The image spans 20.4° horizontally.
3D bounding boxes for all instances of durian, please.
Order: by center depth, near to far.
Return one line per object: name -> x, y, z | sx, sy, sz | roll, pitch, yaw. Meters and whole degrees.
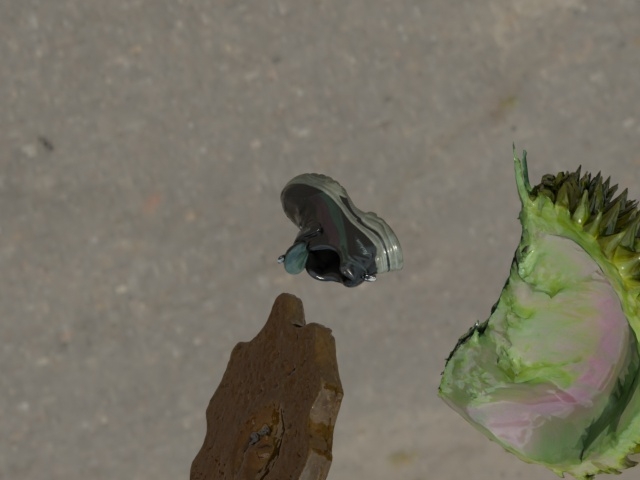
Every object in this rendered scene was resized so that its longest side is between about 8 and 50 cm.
durian -> 0.192, 0.081, 1.384 | 0.169, 0.158, 0.352 | 6, 146, -7

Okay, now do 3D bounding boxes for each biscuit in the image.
biscuit -> -0.039, 0.145, 1.439 | 0.034, 0.215, 0.182 | 23, 157, -30

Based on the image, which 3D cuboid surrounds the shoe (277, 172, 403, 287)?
shoe -> 0.000, 0.000, 1.821 | 0.099, 0.169, 0.071 | -36, 139, -24
